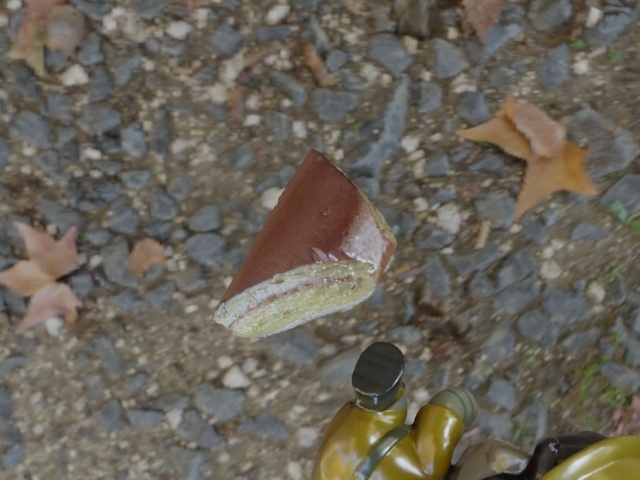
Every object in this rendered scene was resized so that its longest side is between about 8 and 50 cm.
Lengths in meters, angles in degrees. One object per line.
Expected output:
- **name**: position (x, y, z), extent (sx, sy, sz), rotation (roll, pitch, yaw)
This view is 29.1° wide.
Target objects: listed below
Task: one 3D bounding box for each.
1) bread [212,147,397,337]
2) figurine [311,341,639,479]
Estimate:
- **bread**: position (-0.001, 0.000, 1.039), extent (0.119, 0.067, 0.192), rotation (6, 57, 32)
- **figurine**: position (0.116, 0.192, 0.840), extent (0.256, 0.167, 0.192), rotation (20, 139, 16)
